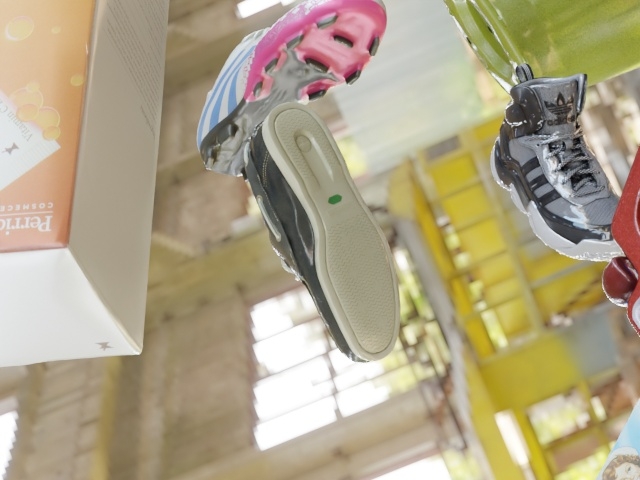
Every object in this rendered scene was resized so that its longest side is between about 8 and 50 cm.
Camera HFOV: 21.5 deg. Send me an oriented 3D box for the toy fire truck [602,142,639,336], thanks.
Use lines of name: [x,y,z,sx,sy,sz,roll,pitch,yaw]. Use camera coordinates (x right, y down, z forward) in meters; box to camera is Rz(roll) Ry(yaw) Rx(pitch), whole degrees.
toy fire truck: [0.353,-0.011,1.489,0.169,0.254,0.302,22,-156,-31]

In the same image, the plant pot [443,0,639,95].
plant pot: [0.347,-0.354,2.138,0.366,0.353,0.366,55,178,3]

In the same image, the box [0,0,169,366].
box: [-0.245,-0.094,1.258,0.168,0.215,0.345,68,-160,-58]

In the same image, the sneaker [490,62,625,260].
sneaker: [0.268,-0.093,1.851,0.268,0.101,0.153,-127,30,-52]

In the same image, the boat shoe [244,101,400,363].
boat shoe: [0.000,0.000,1.445,0.084,0.079,0.233,-14,-104,-40]

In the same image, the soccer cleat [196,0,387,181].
soccer cleat: [-0.045,-0.205,1.897,0.116,0.331,0.143,19,-131,-28]

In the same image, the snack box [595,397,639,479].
snack box: [0.412,0.149,1.613,0.187,0.322,0.060,19,163,43]
